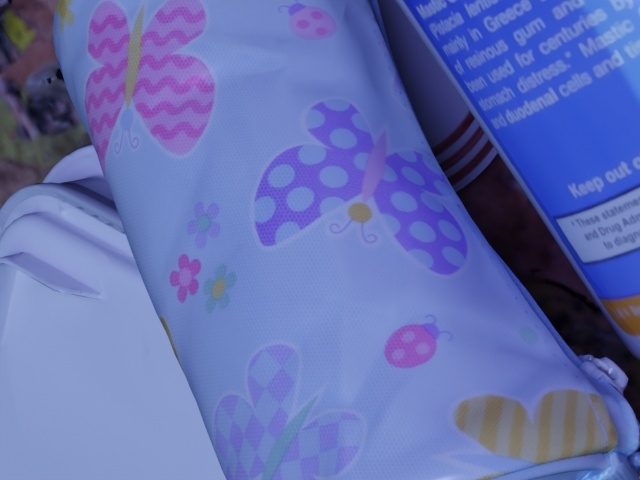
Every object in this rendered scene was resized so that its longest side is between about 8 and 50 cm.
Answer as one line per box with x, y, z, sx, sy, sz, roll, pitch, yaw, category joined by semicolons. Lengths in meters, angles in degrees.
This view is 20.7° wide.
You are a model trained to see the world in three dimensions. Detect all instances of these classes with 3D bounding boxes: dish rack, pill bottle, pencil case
-0.048;0.137;0.719;0.332;0.072;0.286;27;112;33;dish rack
0.095;-0.107;0.569;0.152;0.152;0.272;-30;96;32;pill bottle
0.000;0.000;0.592;0.124;0.113;0.273;-41;55;19;pencil case

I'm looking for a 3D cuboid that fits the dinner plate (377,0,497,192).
0.016;-0.079;0.698;0.141;0.017;0.141;10;116;22;dinner plate

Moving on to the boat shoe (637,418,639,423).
0.135;0.204;0.706;0.103;0.113;0.302;-1;111;21;boat shoe
